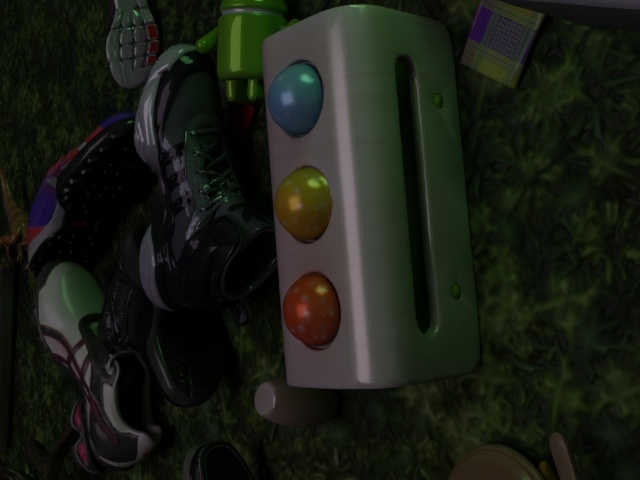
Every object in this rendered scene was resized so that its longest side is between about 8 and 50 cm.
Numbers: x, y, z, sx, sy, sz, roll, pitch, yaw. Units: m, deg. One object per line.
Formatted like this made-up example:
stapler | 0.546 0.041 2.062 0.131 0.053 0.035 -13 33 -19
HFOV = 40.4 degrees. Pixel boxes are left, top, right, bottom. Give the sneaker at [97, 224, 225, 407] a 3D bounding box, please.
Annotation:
sneaker | -0.178 0.104 0.954 0.130 0.087 0.228 -59 47 35

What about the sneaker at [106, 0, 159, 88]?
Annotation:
sneaker | -0.224 -0.256 1.035 0.065 0.061 0.158 174 95 -77

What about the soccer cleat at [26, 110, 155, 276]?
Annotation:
soccer cleat | -0.292 -0.074 1.073 0.318 0.108 0.117 -46 53 43

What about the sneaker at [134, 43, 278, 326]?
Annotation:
sneaker | -0.097 -0.051 0.840 0.153 0.101 0.269 14 105 41

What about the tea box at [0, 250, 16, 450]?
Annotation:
tea box | -0.670 0.160 1.437 0.323 0.219 0.329 16 104 50

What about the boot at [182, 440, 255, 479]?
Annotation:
boot | -0.026 0.272 0.777 0.178 0.085 0.237 -37 70 42

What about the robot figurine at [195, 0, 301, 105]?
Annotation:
robot figurine | -0.064 -0.187 0.820 0.101 0.067 0.115 4 94 32

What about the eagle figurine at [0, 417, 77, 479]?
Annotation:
eagle figurine | -0.411 0.420 1.165 0.225 0.226 0.298 41 118 18

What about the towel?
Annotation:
towel | 0.136 -0.158 0.627 0.060 0.009 0.083 40 121 41

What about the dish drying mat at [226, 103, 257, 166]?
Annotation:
dish drying mat | -0.087 -0.109 0.897 0.032 0.008 0.083 49 127 36

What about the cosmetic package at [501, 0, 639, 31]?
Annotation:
cosmetic package | 0.221 -0.209 0.402 0.224 0.138 0.224 18 105 41

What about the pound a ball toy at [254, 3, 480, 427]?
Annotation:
pound a ball toy | 0.000 0.000 0.697 0.208 0.135 0.320 -8 84 50

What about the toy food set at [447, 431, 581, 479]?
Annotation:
toy food set | 0.135 0.213 0.625 0.192 0.038 0.133 -37 56 50

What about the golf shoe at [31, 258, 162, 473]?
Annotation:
golf shoe | -0.259 0.140 1.052 0.120 0.105 0.273 -28 78 37

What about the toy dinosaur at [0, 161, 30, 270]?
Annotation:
toy dinosaur | -0.451 -0.021 1.309 0.112 0.064 0.211 -50 62 16
